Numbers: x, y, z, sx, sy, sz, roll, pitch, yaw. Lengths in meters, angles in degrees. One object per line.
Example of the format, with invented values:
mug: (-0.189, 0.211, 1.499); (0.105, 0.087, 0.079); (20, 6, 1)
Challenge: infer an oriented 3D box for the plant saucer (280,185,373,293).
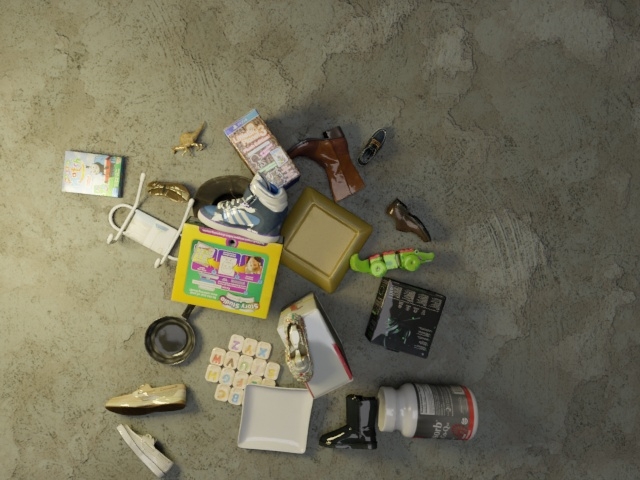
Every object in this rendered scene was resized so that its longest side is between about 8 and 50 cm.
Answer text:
plant saucer: (0.000, 0.000, 1.908); (0.333, 0.081, 0.332); (32, 89, -5)

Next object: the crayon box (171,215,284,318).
crayon box: (-0.344, 0.104, 1.775); (0.364, 0.106, 0.312); (13, 108, -6)

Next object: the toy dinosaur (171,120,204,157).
toy dinosaur: (-0.506, -0.391, 1.868); (0.183, 0.053, 0.092); (-42, 93, -3)

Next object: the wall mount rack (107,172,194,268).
wall mount rack: (-0.643, -0.073, 1.824); (0.350, 0.130, 0.304); (29, 90, -5)

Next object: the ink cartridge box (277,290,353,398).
ink cartridge box: (-0.025, 0.370, 1.764); (0.161, 0.384, 0.279); (-28, 94, -1)

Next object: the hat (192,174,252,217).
hat: (-0.320, -0.120, 1.837); (0.332, 0.134, 0.330); (4, 114, 9)

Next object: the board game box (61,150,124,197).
board game box: (-0.884, -0.256, 1.846); (0.212, 0.039, 0.160); (6, 91, -4)

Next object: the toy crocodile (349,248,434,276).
toy crocodile: (0.289, 0.080, 1.916); (0.341, 0.115, 0.105); (-9, 92, -4)

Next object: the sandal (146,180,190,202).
sandal: (-0.595, -0.192, 1.872); (0.180, 0.049, 0.072); (12, 85, 9)

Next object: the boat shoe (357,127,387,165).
boat shoe: (0.218, -0.381, 1.914); (0.065, 0.083, 0.183); (34, 88, -5)

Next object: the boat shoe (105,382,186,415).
boat shoe: (-0.681, 0.619, 1.863); (0.303, 0.109, 0.098); (-4, 52, -4)

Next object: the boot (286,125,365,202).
boot: (0.015, -0.286, 1.916); (0.264, 0.096, 0.280); (-24, 101, -11)

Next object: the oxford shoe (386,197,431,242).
oxford shoe: (0.361, -0.064, 1.947); (0.227, 0.083, 0.096); (43, 106, -4)

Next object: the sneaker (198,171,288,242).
sneaker: (-0.267, -0.143, 1.671); (0.323, 0.130, 0.236); (18, 113, 11)

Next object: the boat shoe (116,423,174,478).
boat shoe: (-0.687, 0.811, 1.866); (0.267, 0.096, 0.088); (47, 59, 1)

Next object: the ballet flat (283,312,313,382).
ballet flat: (-0.077, 0.354, 1.530); (0.091, 0.077, 0.240); (-13, 94, -1)

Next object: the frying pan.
frying pan: (-0.584, 0.330, 1.878); (0.198, 0.053, 0.325); (10, 91, -5)

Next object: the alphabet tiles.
alphabet tiles: (-0.314, 0.532, 1.923); (0.285, 0.021, 0.277); (17, 90, -6)

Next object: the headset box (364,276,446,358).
headset box: (0.337, 0.318, 1.918); (0.247, 0.131, 0.282); (16, 90, -5)

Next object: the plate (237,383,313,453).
plate: (-0.181, 0.712, 1.916); (0.278, 0.045, 0.276); (7, 98, -5)

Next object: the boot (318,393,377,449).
boot: (0.113, 0.734, 1.933); (0.247, 0.094, 0.207); (-5, 75, 15)

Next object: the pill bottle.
pill bottle: (0.420, 0.681, 1.895); (0.364, 0.210, 0.210); (4, 91, -4)

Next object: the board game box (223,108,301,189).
board game box: (-0.217, -0.317, 1.805); (0.141, 0.232, 0.291); (-36, 94, -4)
